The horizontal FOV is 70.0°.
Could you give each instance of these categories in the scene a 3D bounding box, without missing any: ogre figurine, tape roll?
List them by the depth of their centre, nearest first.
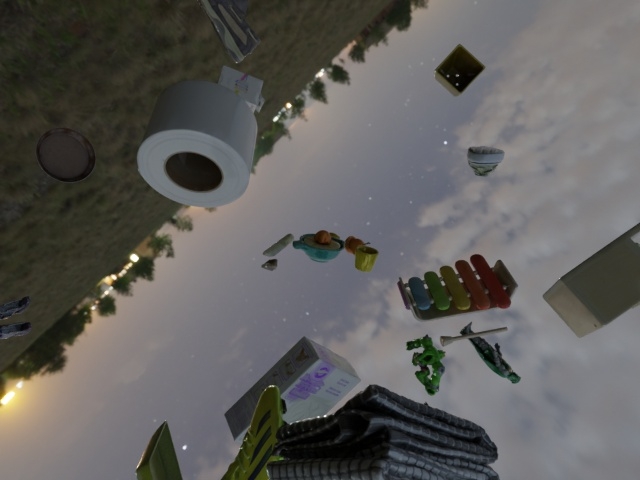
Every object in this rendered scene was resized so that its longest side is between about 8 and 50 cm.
[{"bbox_3d":[-0.274,-0.214,1.047,0.246,0.246,0.169,-33,-137,38],"label":"tape roll"},{"bbox_3d":[0.361,0.409,1.546,0.197,0.097,0.118,-86,-162,-46],"label":"ogre figurine"}]

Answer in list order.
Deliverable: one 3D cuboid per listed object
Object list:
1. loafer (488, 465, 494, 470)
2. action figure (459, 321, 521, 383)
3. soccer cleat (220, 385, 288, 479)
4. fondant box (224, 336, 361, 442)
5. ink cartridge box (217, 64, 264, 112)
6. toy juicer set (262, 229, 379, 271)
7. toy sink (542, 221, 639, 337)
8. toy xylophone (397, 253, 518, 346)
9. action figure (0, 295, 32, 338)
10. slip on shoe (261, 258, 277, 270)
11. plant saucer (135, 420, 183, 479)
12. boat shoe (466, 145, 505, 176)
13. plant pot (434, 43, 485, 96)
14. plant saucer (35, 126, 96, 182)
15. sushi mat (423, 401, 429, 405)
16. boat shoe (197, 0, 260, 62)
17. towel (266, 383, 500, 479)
[{"bbox_3d":[0.278,0.570,0.978,0.134,0.130,0.366,-21,159,-17],"label":"loafer"},{"bbox_3d":[0.557,0.370,1.493,0.063,0.232,0.137,-49,161,21],"label":"action figure"},{"bbox_3d":[-0.117,0.394,0.772,0.093,0.121,0.289,90,5,-76],"label":"soccer cleat"},{"bbox_3d":[-0.075,0.454,1.323,0.330,0.238,0.096,-46,-135,4],"label":"fondant box"},{"bbox_3d":[-0.241,-0.442,1.376,0.092,0.143,0.090,154,-51,-67],"label":"ink cartridge box"},{"bbox_3d":[0.000,0.000,1.368,0.209,0.329,0.089,-100,-161,-70],"label":"toy juicer set"},{"bbox_3d":[0.629,0.088,0.976,0.234,0.131,0.153,-34,157,-3],"label":"toy sink"},{"bbox_3d":[0.387,0.160,1.262,0.322,0.081,0.236,-15,-139,-8],"label":"toy xylophone"},{"bbox_3d":[-0.919,0.224,1.191,0.099,0.185,0.285,-15,177,28],"label":"action figure"},{"bbox_3d":[-0.221,0.105,2.000,0.135,0.051,0.041,-20,-129,67],"label":"slip on shoe"},{"bbox_3d":[-0.374,0.552,1.061,0.045,0.188,0.188,-13,-173,-6],"label":"plant saucer"},{"bbox_3d":[0.534,-0.251,1.474,0.302,0.109,0.094,-23,124,-60],"label":"boat shoe"},{"bbox_3d":[0.314,-0.383,1.056,0.081,0.081,0.083,-47,178,6],"label":"plant pot"},{"bbox_3d":[-0.779,-0.259,1.397,0.029,0.168,0.168,-2,-138,43],"label":"plant saucer"},{"bbox_3d":[0.372,0.597,1.269,0.019,0.316,0.151,-30,-152,-1],"label":"sushi mat"},{"bbox_3d":[-0.284,-0.699,1.345,0.130,0.132,0.355,-33,152,-1],"label":"boat shoe"},{"bbox_3d":[0.092,0.321,0.683,0.235,0.283,0.121,-31,-138,41],"label":"towel"}]
